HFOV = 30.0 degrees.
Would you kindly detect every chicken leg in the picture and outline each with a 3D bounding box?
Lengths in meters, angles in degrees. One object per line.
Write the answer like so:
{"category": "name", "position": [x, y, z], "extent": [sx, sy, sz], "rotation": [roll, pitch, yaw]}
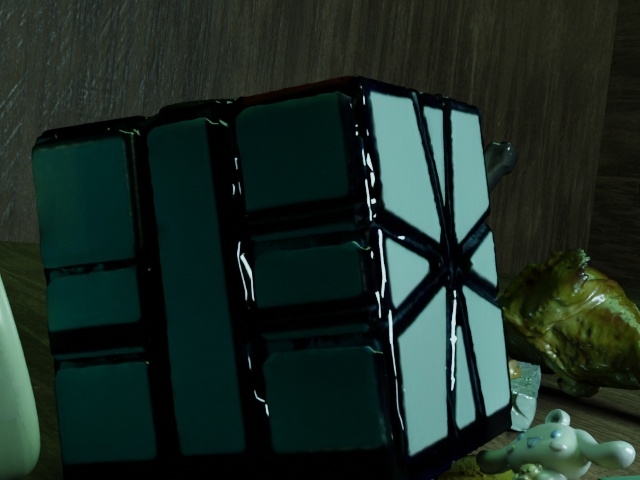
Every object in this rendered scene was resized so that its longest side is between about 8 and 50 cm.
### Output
{"category": "chicken leg", "position": [0.352, 0.110, 1.469], "extent": [0.140, 0.211, 0.361], "rotation": [-39, 23, -25]}

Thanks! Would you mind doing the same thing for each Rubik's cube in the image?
{"category": "Rubik's cube", "position": [-0.028, 0.039, 0.934], "extent": [0.284, 0.288, 0.293], "rotation": [-6, -3, 27]}

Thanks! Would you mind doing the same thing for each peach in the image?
{"category": "peach", "position": [0.134, 0.195, 0.955], "extent": [0.083, 0.050, 0.077], "rotation": [16, -25, -23]}

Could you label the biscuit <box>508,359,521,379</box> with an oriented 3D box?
{"category": "biscuit", "position": [0.122, 0.163, 1.288], "extent": [0.145, 0.033, 0.224], "rotation": [-9, 2, 33]}

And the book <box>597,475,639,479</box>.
{"category": "book", "position": [0.320, 0.229, 1.033], "extent": [0.103, 0.017, 0.135], "rotation": [2, 4, -22]}

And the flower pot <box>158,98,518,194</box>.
{"category": "flower pot", "position": [0.000, 0.000, 1.266], "extent": [0.380, 0.251, 0.379], "rotation": [6, 0, 0]}

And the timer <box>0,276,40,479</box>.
{"category": "timer", "position": [-0.378, 0.073, 0.776], "extent": [0.315, 0.290, 0.291], "rotation": [-20, 14, -22]}

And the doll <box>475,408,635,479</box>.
{"category": "doll", "position": [0.169, 0.175, 0.868], "extent": [0.135, 0.113, 0.071], "rotation": [-33, -59, 29]}

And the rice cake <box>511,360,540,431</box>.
{"category": "rice cake", "position": [0.235, 0.181, 1.401], "extent": [0.042, 0.045, 0.245], "rotation": [11, 4, 11]}
